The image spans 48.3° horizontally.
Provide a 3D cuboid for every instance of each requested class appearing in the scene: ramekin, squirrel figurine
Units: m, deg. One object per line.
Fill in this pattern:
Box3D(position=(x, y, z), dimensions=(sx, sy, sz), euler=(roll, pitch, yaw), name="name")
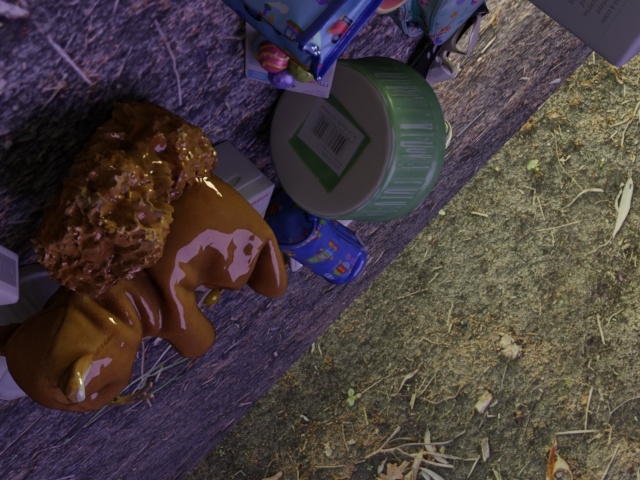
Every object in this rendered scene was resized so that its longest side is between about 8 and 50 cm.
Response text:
Box3D(position=(0.053, -0.176, 1.260), dimensions=(0.148, 0.303, 0.303), euler=(-10, 142, -53), name="ramekin")
Box3D(position=(-0.449, 0.145, 1.084), dimensions=(0.207, 0.109, 0.207), euler=(-42, 164, -15), name="ramekin")
Box3D(position=(-0.274, 0.031, 0.953), dimensions=(0.370, 0.281, 0.397), euler=(-46, 149, -31), name="squirrel figurine")

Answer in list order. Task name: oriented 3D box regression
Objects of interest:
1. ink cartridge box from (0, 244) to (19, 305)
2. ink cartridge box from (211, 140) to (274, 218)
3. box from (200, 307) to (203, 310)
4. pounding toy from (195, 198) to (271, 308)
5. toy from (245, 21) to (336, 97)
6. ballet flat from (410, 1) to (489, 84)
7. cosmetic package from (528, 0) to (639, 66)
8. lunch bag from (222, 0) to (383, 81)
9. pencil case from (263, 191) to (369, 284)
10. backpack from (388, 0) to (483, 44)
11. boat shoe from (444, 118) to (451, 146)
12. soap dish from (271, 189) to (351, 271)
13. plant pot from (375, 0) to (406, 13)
Box3D(position=(-0.485, 0.024, 0.690), dimensions=(0.261, 0.066, 0.296), euler=(-10, 163, 1), name="ink cartridge box")
Box3D(position=(-0.180, -0.057, 1.241), dimensions=(0.128, 0.127, 0.176), euler=(-35, 161, -37), name="ink cartridge box")
Box3D(position=(-0.322, 0.127, 1.415), dimensions=(0.058, 0.087, 0.232), euler=(-47, 164, 4), name="box")
Box3D(position=(-0.161, 0.032, 1.467), dimensions=(0.269, 0.154, 0.155), euler=(-50, 164, 15), name="pounding toy")
Box3D(position=(-0.046, -0.264, 1.015), dimensions=(0.237, 0.136, 0.056), euler=(107, -3, -67), name="toy")
Box3D(position=(0.275, -0.420, 1.582), dimensions=(0.095, 0.096, 0.280), euler=(-30, 158, -47), name="ballet flat")
Box3D(position=(0.529, -0.592, 1.256), dimensions=(0.327, 0.393, 0.329), euler=(-36, 163, -32), name="cosmetic package")
Box3D(position=(0.005, -0.364, 0.766), dimensions=(0.293, 0.221, 0.138), euler=(-49, 173, 2), name="lunch bag")
Box3D(position=(0.000, 0.000, 1.465), dimensions=(0.133, 0.119, 0.306), euler=(-21, 155, 18), name="pencil case")
Box3D(position=(0.179, -0.448, 1.118), dimensions=(0.225, 0.191, 0.253), euler=(-46, 160, 3), name="backpack")
Box3D(position=(0.241, -0.258, 1.836), dimensions=(0.340, 0.127, 0.158), euler=(-36, 170, -29), name="boat shoe")
Box3D(position=(-0.010, -0.078, 1.657), dimensions=(0.291, 0.118, 0.229), euler=(-42, 164, -14), name="soap dish")
Box3D(position=(0.047, -0.391, 0.898), dimensions=(0.201, 0.180, 0.201), euler=(-43, 165, -15), name="plant pot")
